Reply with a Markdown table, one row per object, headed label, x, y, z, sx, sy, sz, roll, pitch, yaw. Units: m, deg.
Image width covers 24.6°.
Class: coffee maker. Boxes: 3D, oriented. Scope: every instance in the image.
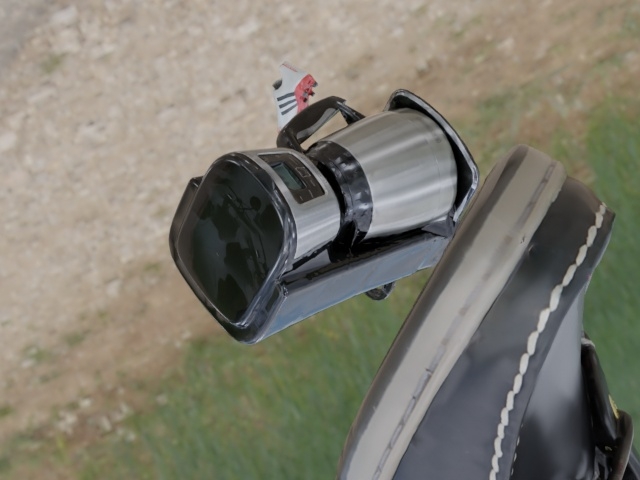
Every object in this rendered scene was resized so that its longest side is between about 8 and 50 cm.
| label | x | y | z | sx | sy | sz | roll | pitch | yaw |
| --- | --- | --- | --- | --- | --- | --- | --- | --- | --- |
| coffee maker | 0.000 | 0.000 | 0.979 | 0.178 | 0.120 | 0.171 | -21 | 128 | -38 |

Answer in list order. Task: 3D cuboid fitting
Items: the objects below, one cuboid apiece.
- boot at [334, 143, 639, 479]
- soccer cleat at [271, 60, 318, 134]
| label | x | y | z | sx | sy | sz | roll | pitch | yaw |
| --- | --- | --- | --- | --- | --- | --- | --- | --- | --- |
| boot | 0.152 | 0.144 | 0.609 | 0.138 | 0.284 | 0.377 | -53 | 160 | -37 |
| soccer cleat | -0.026 | -0.113 | 1.195 | 0.029 | 0.035 | 0.083 | -42 | 165 | -29 |
